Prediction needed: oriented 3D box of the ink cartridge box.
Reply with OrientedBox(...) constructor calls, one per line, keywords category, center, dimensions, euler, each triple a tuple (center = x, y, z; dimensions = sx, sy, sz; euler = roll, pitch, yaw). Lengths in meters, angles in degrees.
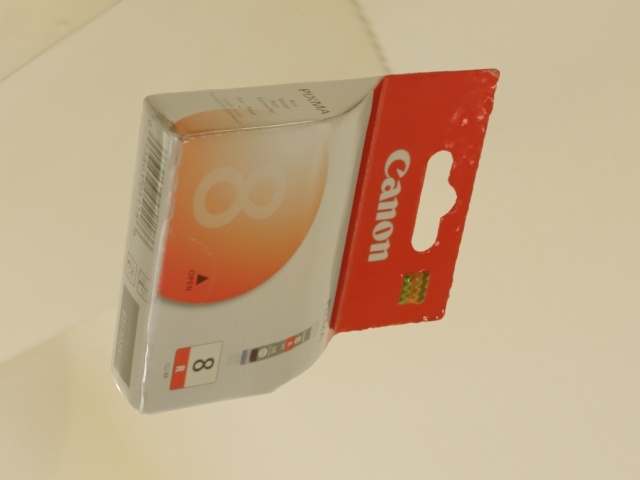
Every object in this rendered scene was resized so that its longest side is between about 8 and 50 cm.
OrientedBox(category="ink cartridge box", center=(0.000, 0.000, 0.870), dimensions=(0.179, 0.045, 0.145), euler=(-6, -56, -25))
